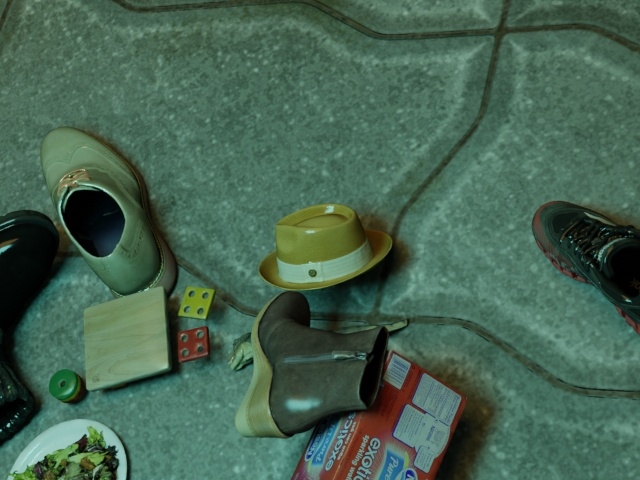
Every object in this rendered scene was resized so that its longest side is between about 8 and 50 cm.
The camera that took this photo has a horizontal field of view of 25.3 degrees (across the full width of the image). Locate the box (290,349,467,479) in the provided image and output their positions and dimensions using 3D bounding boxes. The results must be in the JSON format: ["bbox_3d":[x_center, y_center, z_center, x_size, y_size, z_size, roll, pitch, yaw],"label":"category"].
[{"bbox_3d":[0.058,0.277,1.762,0.123,0.128,0.256,-18,43,62],"label":"box"}]

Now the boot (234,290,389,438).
[{"bbox_3d":[0.005,0.141,1.808,0.207,0.090,0.248,-20,36,32],"label":"boot"}]

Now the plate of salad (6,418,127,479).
[{"bbox_3d":[-0.365,0.339,2.006,0.200,0.048,0.199,-13,54,19],"label":"plate of salad"}]

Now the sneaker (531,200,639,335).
[{"bbox_3d":[0.363,0.017,1.804,0.097,0.135,0.276,-43,50,-3],"label":"sneaker"}]

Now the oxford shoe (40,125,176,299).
[{"bbox_3d":[-0.347,-0.070,2.199,0.140,0.146,0.397,-39,51,-2],"label":"oxford shoe"}]

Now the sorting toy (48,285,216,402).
[{"bbox_3d":[-0.266,0.147,2.076,0.275,0.046,0.132,-17,60,16],"label":"sorting toy"}]

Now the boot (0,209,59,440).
[{"bbox_3d":[-0.486,0.144,2.134,0.348,0.131,0.260,-48,44,5],"label":"boot"}]

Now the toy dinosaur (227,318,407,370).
[{"bbox_3d":[-0.016,0.163,1.944,0.268,0.064,0.118,-8,50,18],"label":"toy dinosaur"}]

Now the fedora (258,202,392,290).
[{"bbox_3d":[0.000,0.000,1.984,0.194,0.079,0.194,-13,22,5],"label":"fedora"}]
